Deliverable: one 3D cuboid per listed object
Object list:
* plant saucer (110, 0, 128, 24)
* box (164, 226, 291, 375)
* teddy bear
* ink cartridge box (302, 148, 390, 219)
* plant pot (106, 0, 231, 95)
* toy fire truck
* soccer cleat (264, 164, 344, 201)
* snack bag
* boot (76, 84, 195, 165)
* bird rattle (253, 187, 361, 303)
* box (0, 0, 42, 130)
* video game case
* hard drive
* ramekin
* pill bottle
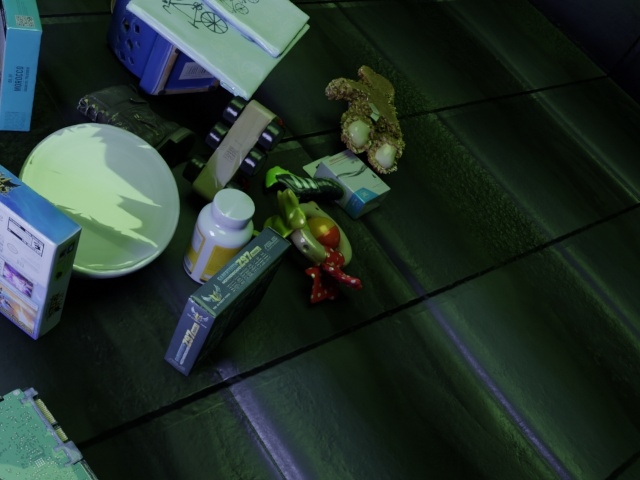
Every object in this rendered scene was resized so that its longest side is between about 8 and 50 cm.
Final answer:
[{"bbox_3d":[-0.418,-0.596,1.814,0.199,0.036,0.198,-9,62,17],"label":"plant saucer"},{"bbox_3d":[-0.158,0.102,1.272,0.059,0.183,0.232,37,44,6],"label":"box"},{"bbox_3d":[0.114,-0.290,1.818,0.245,0.113,0.338,19,42,-32],"label":"teddy bear"},{"bbox_3d":[0.058,-0.143,1.701,0.180,0.060,0.104,45,45,16],"label":"ink cartridge box"},{"bbox_3d":[-0.320,-0.464,1.676,0.236,0.236,0.212,-13,65,-37],"label":"plant pot"},{"bbox_3d":[-0.174,-0.185,1.551,0.158,0.217,0.246,35,5,6],"label":"toy fire truck"},{"bbox_3d":[-0.037,-0.110,1.629,0.179,0.060,0.072,14,55,-8],"label":"soccer cleat"},{"bbox_3d":[-0.210,-0.488,1.590,0.323,0.037,0.342,38,49,-9],"label":"snack bag"},{"bbox_3d":[-0.410,-0.221,1.517,0.229,0.091,0.263,35,39,12],"label":"boot"},{"bbox_3d":[0.000,0.000,1.500,0.253,0.143,0.207,40,28,6],"label":"bird rattle"},{"bbox_3d":[-0.573,-0.329,1.397,0.060,0.244,0.100,-2,53,-29],"label":"box"},{"bbox_3d":[-0.504,-0.008,1.141,0.269,0.244,0.061,37,42,6],"label":"video game case"},{"bbox_3d":[-0.472,0.359,0.955,0.339,0.064,0.237,-28,68,-41],"label":"hard drive"},{"bbox_3d":[-0.392,-0.054,1.281,0.273,0.127,0.273,11,68,-28],"label":"ramekin"},{"bbox_3d":[-0.183,-0.007,1.357,0.103,0.184,0.103,15,46,-16],"label":"pill bottle"}]
